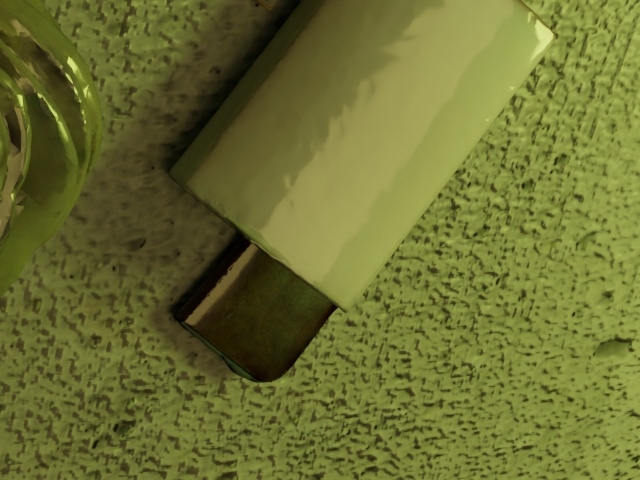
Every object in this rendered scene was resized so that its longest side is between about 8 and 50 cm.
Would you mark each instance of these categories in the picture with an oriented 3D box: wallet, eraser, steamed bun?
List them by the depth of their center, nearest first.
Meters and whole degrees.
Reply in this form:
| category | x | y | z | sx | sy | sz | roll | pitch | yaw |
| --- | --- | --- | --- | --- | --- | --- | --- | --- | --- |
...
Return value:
| category | x | y | z | sx | sy | sz | roll | pitch | yaw |
| --- | --- | --- | --- | --- | --- | --- | --- | --- | --- |
| steamed bun | -0.251 | -0.060 | 1.175 | 0.280 | 0.207 | 0.268 | -4 | 119 | -40 |
| eraser | 0.033 | -0.102 | 1.450 | 0.174 | 0.095 | 0.270 | 37 | 91 | -22 |
| wallet | 0.000 | 0.000 | 1.553 | 0.255 | 0.031 | 0.137 | -49 | 137 | -3 |

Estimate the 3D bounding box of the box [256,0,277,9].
| category | x | y | z | sx | sy | sz | roll | pitch | yaw |
| --- | --- | --- | --- | --- | --- | --- | --- | --- | --- |
| box | -0.050 | -0.206 | 1.389 | 0.046 | 0.012 | 0.083 | -54 | 138 | 3 |
